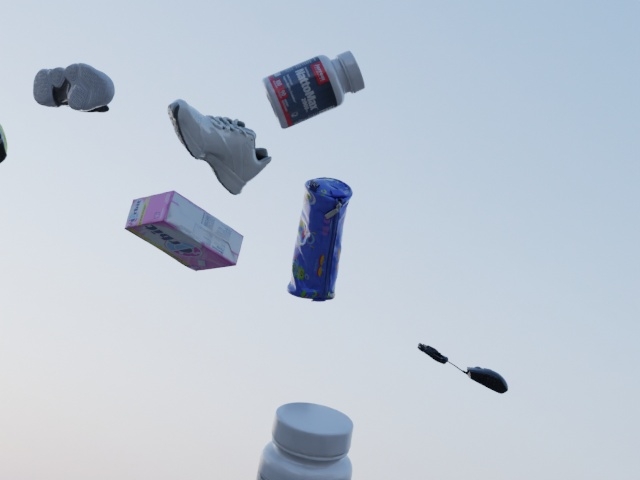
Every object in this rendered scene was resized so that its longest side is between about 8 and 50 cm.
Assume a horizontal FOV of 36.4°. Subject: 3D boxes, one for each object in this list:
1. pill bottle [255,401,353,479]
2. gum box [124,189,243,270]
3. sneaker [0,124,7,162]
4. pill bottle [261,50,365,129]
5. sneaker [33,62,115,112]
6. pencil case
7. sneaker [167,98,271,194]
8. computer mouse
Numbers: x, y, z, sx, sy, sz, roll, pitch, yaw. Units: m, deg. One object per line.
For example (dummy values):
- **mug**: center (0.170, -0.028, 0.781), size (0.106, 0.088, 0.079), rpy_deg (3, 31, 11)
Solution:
- **pill bottle**: center (-0.034, 0.431, 1.654), size (0.160, 0.283, 0.160), rpy_deg (10, 11, -2)
- **gum box**: center (-0.233, -0.011, 1.710), size (0.107, 0.062, 0.188), rpy_deg (-9, -33, 40)
- **sneaker**: center (-0.530, -0.198, 1.431), size (0.208, 0.081, 0.094), rpy_deg (50, 7, -6)
- **pill bottle**: center (-0.012, -0.295, 1.875), size (0.180, 0.108, 0.108), rpy_deg (-24, -26, -3)
- **sneaker**: center (-0.503, -0.332, 2.144), size (0.269, 0.101, 0.153), rpy_deg (9, 7, 41)
- **pencil case**: center (0.000, 0.000, 2.327), size (0.119, 0.306, 0.133), rpy_deg (2, 20, -24)
- **sneaker**: center (-0.214, -0.217, 2.045), size (0.129, 0.111, 0.297), rpy_deg (-36, -36, 8)
- **computer mouse**: center (0.347, 0.301, 2.359), size (0.242, 0.041, 0.071), rpy_deg (27, 7, 4)
